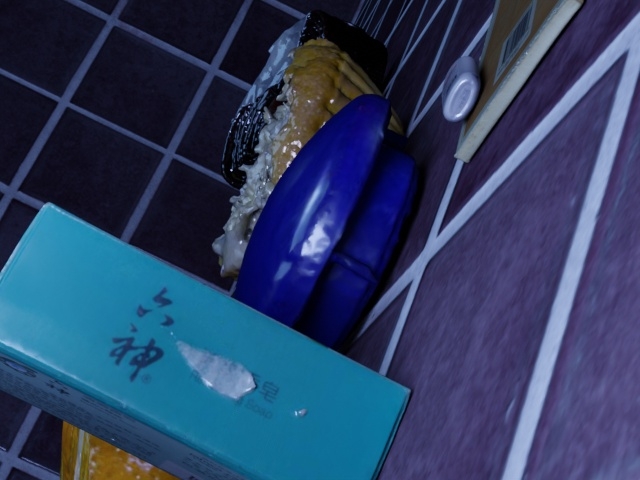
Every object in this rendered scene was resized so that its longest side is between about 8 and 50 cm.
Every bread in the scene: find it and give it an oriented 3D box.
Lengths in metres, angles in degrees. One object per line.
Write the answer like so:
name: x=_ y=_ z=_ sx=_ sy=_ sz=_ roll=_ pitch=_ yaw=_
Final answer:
bread: x=-0.010 y=-0.073 z=1.322 sx=0.274 sy=0.149 sz=0.274 roll=-160 pitch=90 yaw=-82

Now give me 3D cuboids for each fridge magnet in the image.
fridge magnet: x=0.000 y=0.000 z=1.061 sx=0.265 sy=0.113 sz=0.265 roll=-62 pitch=6 yaw=11

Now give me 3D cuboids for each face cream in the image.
face cream: x=0.103 y=-0.115 z=0.918 sx=0.083 sy=0.021 sz=0.040 roll=-80 pitch=14 yaw=-66

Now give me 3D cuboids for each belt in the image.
belt: x=-0.013 y=-0.180 z=1.806 sx=0.289 sy=0.164 sz=0.184 roll=-62 pitch=32 yaw=10

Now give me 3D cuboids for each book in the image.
book: x=0.159 y=-0.187 z=0.908 sx=0.170 sy=0.018 sz=0.241 roll=122 pitch=171 yaw=-49

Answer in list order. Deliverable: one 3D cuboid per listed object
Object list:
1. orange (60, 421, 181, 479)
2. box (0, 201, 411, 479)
orange: x=-0.200 y=0.236 z=1.184 sx=0.310 sy=0.274 sz=0.274 roll=20 pitch=82 yaw=41
box: x=-0.085 y=0.088 z=0.769 sx=0.092 sy=0.245 sz=0.153 roll=-63 pitch=6 yaw=-19
